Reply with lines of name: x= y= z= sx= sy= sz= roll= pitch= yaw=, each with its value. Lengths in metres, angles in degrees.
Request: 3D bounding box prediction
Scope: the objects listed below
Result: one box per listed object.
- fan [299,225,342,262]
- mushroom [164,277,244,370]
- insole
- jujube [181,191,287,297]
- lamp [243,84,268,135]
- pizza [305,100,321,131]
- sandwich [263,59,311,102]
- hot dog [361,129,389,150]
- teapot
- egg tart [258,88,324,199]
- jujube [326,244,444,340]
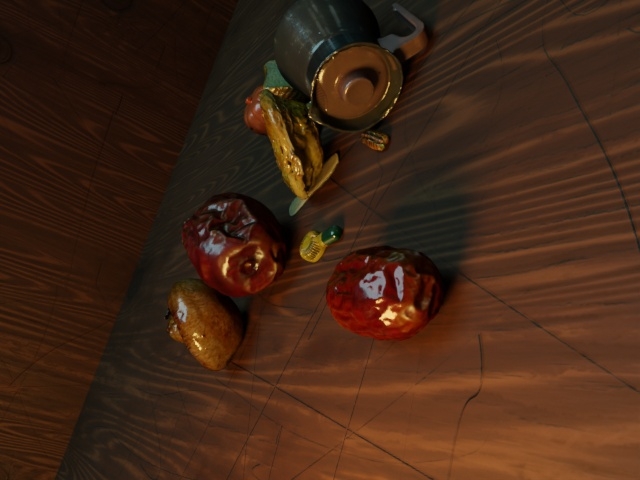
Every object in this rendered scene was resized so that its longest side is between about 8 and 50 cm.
fan: x=0.000 y=0.000 z=1.508 sx=0.155 sy=0.039 sz=0.082 roll=-31 pitch=41 yaw=47
mushroom: x=-0.335 y=0.227 z=1.696 sx=0.283 sy=0.263 sz=0.195 roll=27 pitch=68 yaw=43
insole: x=-0.022 y=-0.162 z=1.720 sx=0.248 sy=0.011 sz=0.081 roll=-48 pitch=32 yaw=31
jujube: x=-0.246 y=0.007 z=1.685 sx=0.276 sy=0.276 sz=0.377 roll=-59 pitch=33 yaw=11
lamp: x=-0.197 y=-0.473 z=2.136 sx=0.188 sy=0.164 sz=0.187 roll=-41 pitch=38 yaw=41
pizza: x=-0.051 y=-0.350 z=1.872 sx=0.147 sy=0.069 sz=0.226 roll=-18 pitch=52 yaw=53
sandwich: x=-0.104 y=-0.553 z=2.036 sx=0.214 sy=0.186 sz=0.065 roll=-92 pitch=-2 yaw=-47
hot dog: x=0.134 y=-0.255 z=1.487 sx=0.049 sy=0.037 sz=0.122 roll=-59 pitch=28 yaw=4
teapot: x=0.081 y=-0.483 z=1.556 sx=0.376 sy=0.305 sz=0.361 roll=-30 pitch=44 yaw=7
egg tart: x=-0.070 y=-0.270 z=1.649 sx=0.129 sy=0.341 sz=0.341 roll=-18 pitch=32 yaw=-5
jujube: x=0.111 y=0.095 z=1.082 sx=0.250 sy=0.174 sz=0.174 roll=5 pitch=72 yaw=58
